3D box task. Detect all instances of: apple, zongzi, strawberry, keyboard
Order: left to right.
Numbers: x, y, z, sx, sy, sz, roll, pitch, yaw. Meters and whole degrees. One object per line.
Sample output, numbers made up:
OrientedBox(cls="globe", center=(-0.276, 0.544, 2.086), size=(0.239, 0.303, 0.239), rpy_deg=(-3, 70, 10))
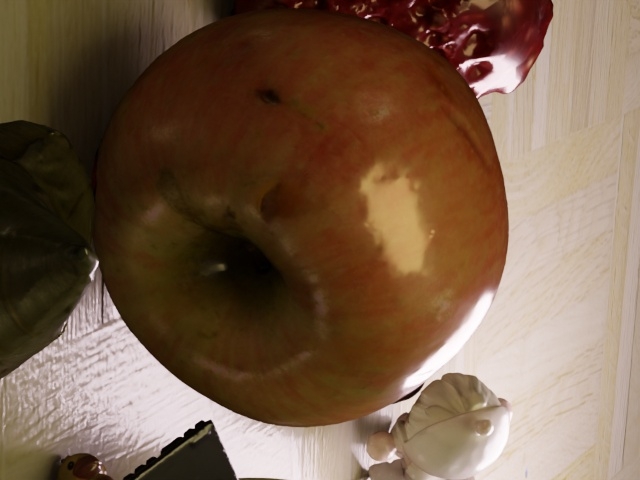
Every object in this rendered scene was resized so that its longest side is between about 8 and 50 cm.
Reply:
OrientedBox(cls="zongzi", center=(-0.214, -0.005, 1.227), size=(0.356, 0.393, 0.174), rpy_deg=(-40, 110, -54))
OrientedBox(cls="keyboard", center=(-0.209, 0.288, 1.571), size=(0.317, 0.027, 0.106), rpy_deg=(-35, 128, -24))
OrientedBox(cls="apple", center=(-0.008, -0.025, 1.576), size=(0.346, 0.391, 0.391), rpy_deg=(-39, 132, -51))
OrientedBox(cls="strawberry", center=(0.075, -0.262, 1.774), size=(0.345, 0.295, 0.317), rpy_deg=(-28, 161, -34))

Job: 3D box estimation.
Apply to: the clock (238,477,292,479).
OrientedBox(cls="clock", center=(-0.008, 0.336, 1.721), size=(0.286, 0.348, 0.117), rpy_deg=(-2, 101, -59))

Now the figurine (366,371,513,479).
OrientedBox(cls="figurine", center=(0.145, 0.249, 2.093), size=(0.256, 0.182, 0.144), rpy_deg=(108, -10, -61))

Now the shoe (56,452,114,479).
OrientedBox(cls="shoe", center=(-0.220, 0.255, 1.614), size=(0.072, 0.069, 0.109), rpy_deg=(-38, 127, -17))

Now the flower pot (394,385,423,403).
OrientedBox(cls="flower pot", center=(0.087, 0.154, 2.097), size=(0.089, 0.111, 0.111), rpy_deg=(59, 47, -70))
